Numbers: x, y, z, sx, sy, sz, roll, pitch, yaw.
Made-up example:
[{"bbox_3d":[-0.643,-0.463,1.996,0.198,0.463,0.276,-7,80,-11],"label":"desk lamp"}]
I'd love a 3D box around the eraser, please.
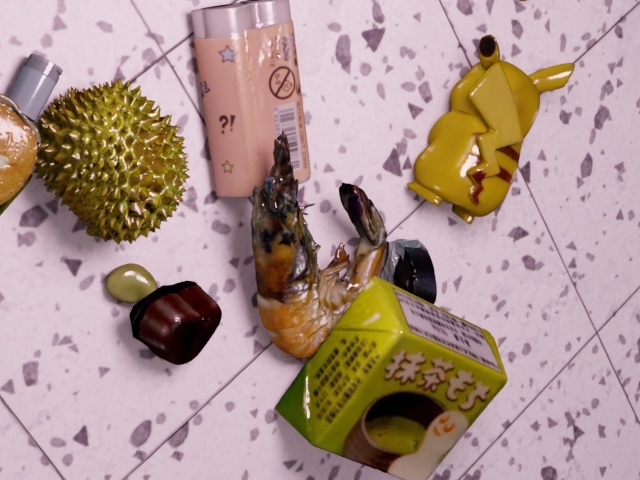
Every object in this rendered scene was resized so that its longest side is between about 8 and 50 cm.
[{"bbox_3d":[-0.098,-0.224,1.996,0.171,0.087,0.290,-18,109,-34],"label":"eraser"}]

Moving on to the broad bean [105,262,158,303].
[{"bbox_3d":[-0.283,0.066,1.941,0.083,0.045,0.063,16,101,-29],"label":"broad bean"}]

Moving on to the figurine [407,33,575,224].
[{"bbox_3d":[0.279,-0.197,2.215,0.218,0.169,0.326,24,85,-40],"label":"figurine"}]

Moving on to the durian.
[{"bbox_3d":[-0.288,-0.114,1.828,0.237,0.177,0.200,60,36,-16],"label":"durian"}]

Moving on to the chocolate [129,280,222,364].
[{"bbox_3d":[-0.216,0.136,1.951,0.149,0.080,0.125,-10,122,-54],"label":"chocolate"}]

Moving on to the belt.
[{"bbox_3d":[0.151,0.064,2.205,0.058,0.105,0.140,-1,73,-31],"label":"belt"}]

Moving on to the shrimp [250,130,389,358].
[{"bbox_3d":[0.000,0.000,2.046,0.272,0.085,0.445,-35,134,-24],"label":"shrimp"}]

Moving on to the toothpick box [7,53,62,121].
[{"bbox_3d":[-0.402,-0.213,1.800,0.052,0.052,0.083,31,81,-35],"label":"toothpick box"}]

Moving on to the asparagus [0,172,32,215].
[{"bbox_3d":[-0.485,-0.015,1.790,0.236,0.027,0.034,-48,116,-19],"label":"asparagus"}]

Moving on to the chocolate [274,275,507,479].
[{"bbox_3d":[0.129,0.248,2.146,0.301,0.137,0.288,25,108,-35],"label":"chocolate"}]

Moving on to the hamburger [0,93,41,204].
[{"bbox_3d":[-0.473,-0.127,1.736,0.177,0.113,0.185,-1,91,-30],"label":"hamburger"}]
